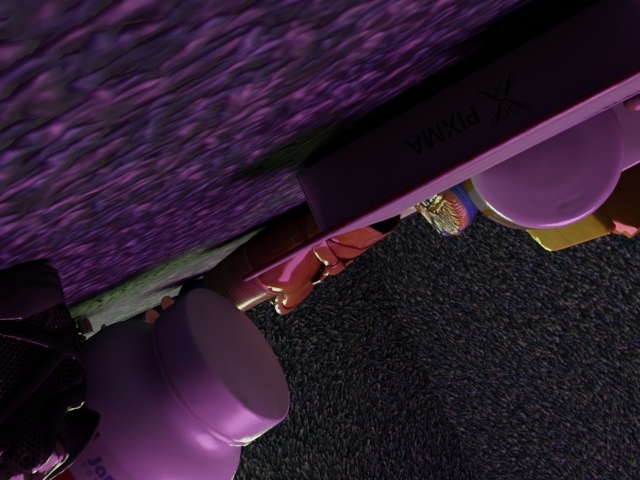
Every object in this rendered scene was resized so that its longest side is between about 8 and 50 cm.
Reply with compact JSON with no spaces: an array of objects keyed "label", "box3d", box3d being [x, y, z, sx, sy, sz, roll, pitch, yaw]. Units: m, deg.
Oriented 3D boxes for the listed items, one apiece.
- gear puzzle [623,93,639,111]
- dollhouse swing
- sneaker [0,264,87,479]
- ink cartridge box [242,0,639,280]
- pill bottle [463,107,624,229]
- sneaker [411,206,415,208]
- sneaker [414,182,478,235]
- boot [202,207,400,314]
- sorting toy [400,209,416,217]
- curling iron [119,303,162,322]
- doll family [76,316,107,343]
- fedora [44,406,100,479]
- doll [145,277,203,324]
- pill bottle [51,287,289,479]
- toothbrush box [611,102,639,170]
[{"label":"gear puzzle","box3d":[0.409,-0.176,0.832,0.339,0.044,0.175,-24,-145,-29]},{"label":"dollhouse swing","box3d":[0.422,-0.072,1.655,0.347,0.315,0.305,-24,157,-44]},{"label":"sneaker","box3d":[-0.230,0.103,0.513,0.087,0.130,0.227,-30,173,41]},{"label":"ink cartridge box","box3d":[0.106,-0.082,0.640,0.296,0.066,0.261,-27,177,31]},{"label":"pill bottle","box3d":[0.210,-0.079,0.895,0.136,0.136,0.246,-26,178,7]},{"label":"sneaker","box3d":[0.160,-0.077,1.516,0.061,0.053,0.152,-16,172,4]},{"label":"sneaker","box3d":[0.179,-0.085,1.166,0.131,0.112,0.296,-43,178,4]},{"label":"boot","box3d":[0.000,0.000,1.129,0.220,0.109,0.283,-30,169,21]},{"label":"sorting toy","box3d":[0.147,-0.065,1.712,0.083,0.045,0.075,-27,-176,18]},{"label":"curling iron","box3d":[-0.247,0.116,1.612,0.274,0.035,0.068,-24,177,-30]},{"label":"doll family","box3d":[-0.330,0.153,1.133,0.111,0.076,0.193,-26,162,2]},{"label":"fedora","box3d":[-0.330,0.164,0.797,0.244,0.124,0.275,-23,-177,-15]},{"label":"doll","box3d":[-0.193,0.084,1.367,0.129,0.046,0.189,-37,178,29]},{"label":"pill bottle","box3d":[-0.243,0.238,1.021,0.408,0.229,0.229,-37,174,15]},{"label":"toothbrush box","box3d":[0.382,-0.148,1.246,0.216,0.126,0.295,-28,175,18]}]
